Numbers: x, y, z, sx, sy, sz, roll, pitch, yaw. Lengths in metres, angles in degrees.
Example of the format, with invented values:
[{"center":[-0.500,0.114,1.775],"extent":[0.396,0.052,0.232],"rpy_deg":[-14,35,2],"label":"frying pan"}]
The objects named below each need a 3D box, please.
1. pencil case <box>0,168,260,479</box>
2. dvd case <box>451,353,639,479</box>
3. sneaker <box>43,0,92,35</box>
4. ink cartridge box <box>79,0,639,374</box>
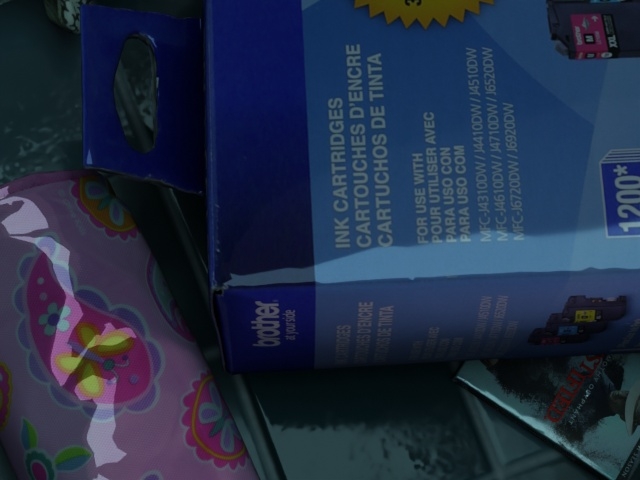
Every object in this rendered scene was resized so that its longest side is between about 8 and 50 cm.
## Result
[{"center":[-0.114,0.099,1.036],"extent":[0.124,0.124,0.284],"rpy_deg":[-26,80,-15],"label":"pencil case"},{"center":[0.149,0.080,1.139],"extent":[0.119,0.013,0.087],"rpy_deg":[35,72,0],"label":"dvd case"},{"center":[-0.141,-0.217,1.116],"extent":[0.410,0.158,0.182],"rpy_deg":[-17,108,-4],"label":"sneaker"},{"center":[0.072,-0.075,1.049],"extent":[0.395,0.151,0.270],"rpy_deg":[-3,68,0],"label":"ink cartridge box"}]
